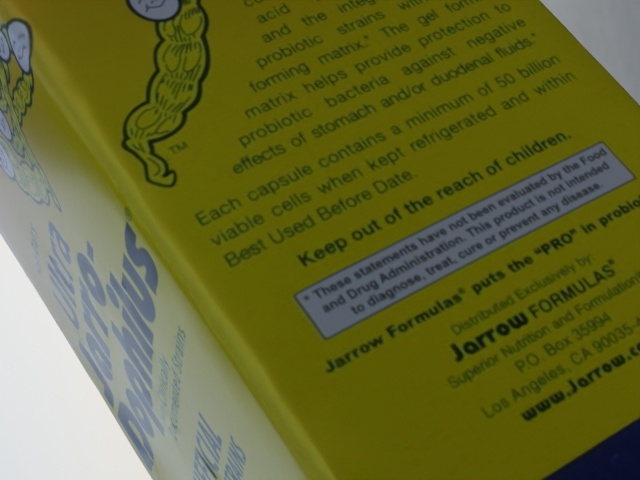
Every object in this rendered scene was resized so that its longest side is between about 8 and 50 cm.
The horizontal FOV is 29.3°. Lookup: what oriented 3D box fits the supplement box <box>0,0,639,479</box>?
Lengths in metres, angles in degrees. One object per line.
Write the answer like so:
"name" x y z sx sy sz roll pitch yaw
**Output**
"supplement box" 0.000 0.000 0.519 0.356 0.195 0.194 53 154 24
